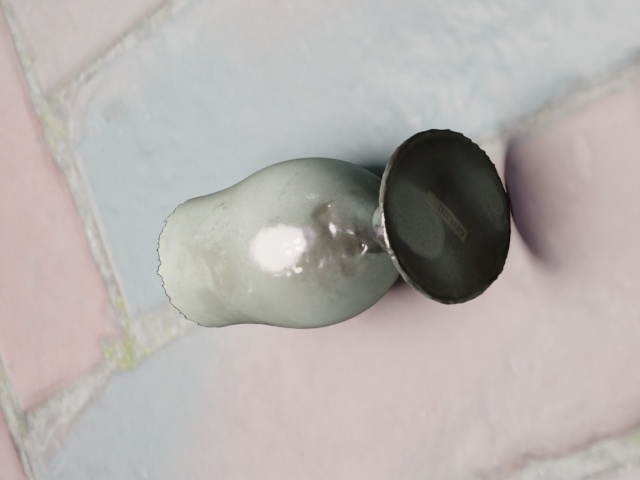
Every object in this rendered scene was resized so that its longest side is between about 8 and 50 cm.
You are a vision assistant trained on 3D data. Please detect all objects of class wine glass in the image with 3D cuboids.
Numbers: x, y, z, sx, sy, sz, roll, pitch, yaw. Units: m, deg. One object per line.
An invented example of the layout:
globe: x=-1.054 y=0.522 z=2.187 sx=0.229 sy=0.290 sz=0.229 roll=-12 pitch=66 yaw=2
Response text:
wine glass: x=0.000 y=0.000 z=1.057 sx=0.202 sy=0.093 sz=0.093 roll=-13 pitch=90 yaw=49
